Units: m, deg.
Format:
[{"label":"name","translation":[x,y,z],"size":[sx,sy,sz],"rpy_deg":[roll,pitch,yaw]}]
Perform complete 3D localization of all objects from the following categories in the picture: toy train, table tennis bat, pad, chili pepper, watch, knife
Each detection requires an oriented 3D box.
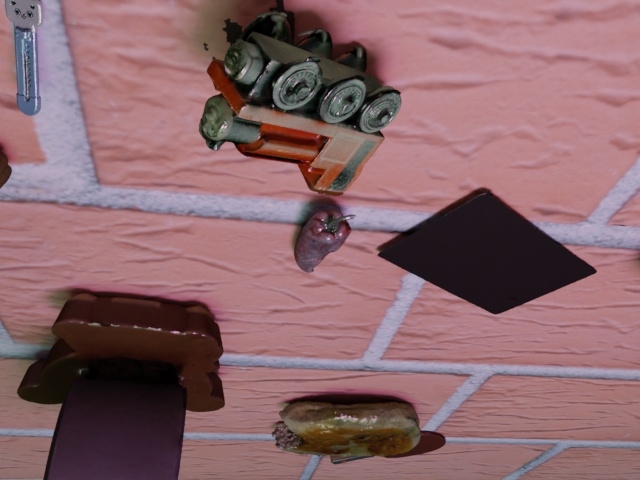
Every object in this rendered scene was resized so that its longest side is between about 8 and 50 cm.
[{"label":"toy train","translation":[-0.015,-0.098,0.467],"size":[0.176,0.074,0.118],"rpy_deg":[-1,137,-48]},{"label":"table tennis bat","translation":[0.152,0.479,1.386],"size":[0.274,0.021,0.154],"rpy_deg":[-17,142,18]},{"label":"pad","translation":[0.214,0.027,0.758],"size":[0.265,0.009,0.160],"rpy_deg":[26,136,-36]},{"label":"chili pepper","translation":[0.000,-0.001,0.678],"size":[0.050,0.041,0.153],"rpy_deg":[26,157,-4]},{"label":"watch","translation":[-0.278,0.287,0.825],"size":[0.314,0.326,0.335],"rpy_deg":[9,143,-15]},{"label":"knife","translation":[-0.228,-0.141,0.468],"size":[0.027,0.010,0.096],"rpy_deg":[10,123,-7]}]

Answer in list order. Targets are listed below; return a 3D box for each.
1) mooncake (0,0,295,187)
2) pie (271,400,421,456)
[{"label":"mooncake","translation":[-0.184,-0.106,0.507],"size":[0.347,0.057,0.150],"rpy_deg":[-5,145,6]},{"label":"pie","translation":[0.055,0.375,1.192],"size":[0.303,0.066,0.302],"rpy_deg":[-1,146,-1]}]
